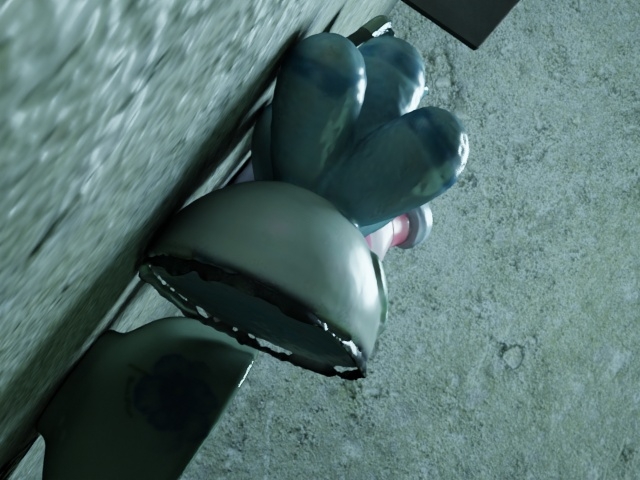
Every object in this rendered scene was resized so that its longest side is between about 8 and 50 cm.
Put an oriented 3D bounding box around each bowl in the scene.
[{"bbox_3d":[-0.207,0.187,0.852,0.289,0.146,0.289,-52,-175,7],"label":"bowl"}]

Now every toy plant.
[{"bbox_3d":[0.005,-0.058,0.760,0.332,0.247,0.247,-63,-174,-18],"label":"toy plant"}]

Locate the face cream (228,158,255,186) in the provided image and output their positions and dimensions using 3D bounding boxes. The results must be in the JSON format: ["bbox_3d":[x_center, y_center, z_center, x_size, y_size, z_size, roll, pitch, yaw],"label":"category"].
[{"bbox_3d":[-0.102,-0.054,1.115,0.154,0.096,0.274,-55,-164,29],"label":"face cream"}]

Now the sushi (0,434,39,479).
[{"bbox_3d":[-0.365,0.322,0.838,0.210,0.040,0.193,-55,-176,-3],"label":"sushi"}]

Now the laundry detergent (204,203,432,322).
[{"bbox_3d":[0.000,0.000,0.990,0.335,0.159,0.088,-16,-172,-36],"label":"laundry detergent"}]

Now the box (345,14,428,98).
[{"bbox_3d":[0.024,-0.168,1.002,0.162,0.130,0.227,-40,180,-22],"label":"box"}]

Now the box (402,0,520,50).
[{"bbox_3d":[0.227,-0.412,1.045,0.153,0.188,0.252,-57,-178,-31],"label":"box"}]
